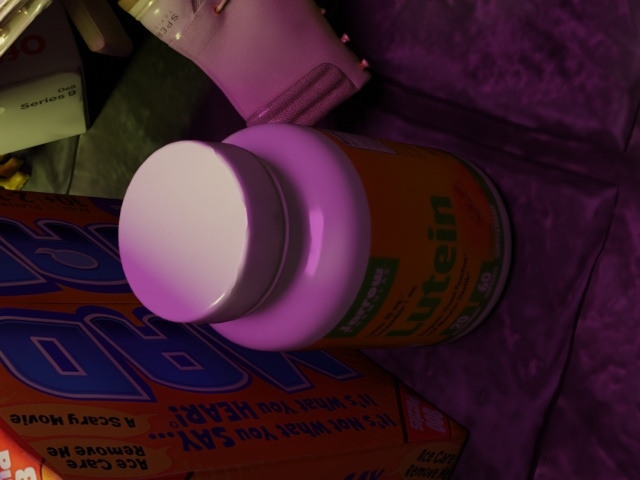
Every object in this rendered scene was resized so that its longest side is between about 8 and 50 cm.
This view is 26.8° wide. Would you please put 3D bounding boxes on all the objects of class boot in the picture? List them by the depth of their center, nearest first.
[{"bbox_3d":[-0.020,-0.176,0.950,0.165,0.213,0.077,46,151,-10],"label":"boot"}]

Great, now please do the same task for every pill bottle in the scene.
[{"bbox_3d":[0.000,0.000,0.826,0.136,0.245,0.136,-2,86,39],"label":"pill bottle"}]

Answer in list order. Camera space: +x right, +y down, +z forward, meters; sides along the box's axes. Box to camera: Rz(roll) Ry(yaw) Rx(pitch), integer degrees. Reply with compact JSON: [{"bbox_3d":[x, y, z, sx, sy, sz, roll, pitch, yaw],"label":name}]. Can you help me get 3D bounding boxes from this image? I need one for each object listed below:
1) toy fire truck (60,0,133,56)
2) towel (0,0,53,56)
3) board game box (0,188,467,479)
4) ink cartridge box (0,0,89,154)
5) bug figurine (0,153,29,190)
[{"bbox_3d":[-0.151,-0.263,0.982,0.158,0.217,0.246,18,99,37],"label":"toy fire truck"},{"bbox_3d":[-0.322,-0.210,0.938,0.317,0.053,0.332,-39,65,28],"label":"towel"},{"bbox_3d":[-0.195,0.196,0.901,0.356,0.356,0.357,34,108,34],"label":"board game box"},{"bbox_3d":[-0.334,-0.208,1.119,0.121,0.211,0.289,105,147,-67],"label":"ink cartridge box"},{"bbox_3d":[-0.382,-0.054,1.248,0.279,0.072,0.216,-51,59,24],"label":"bug figurine"}]
